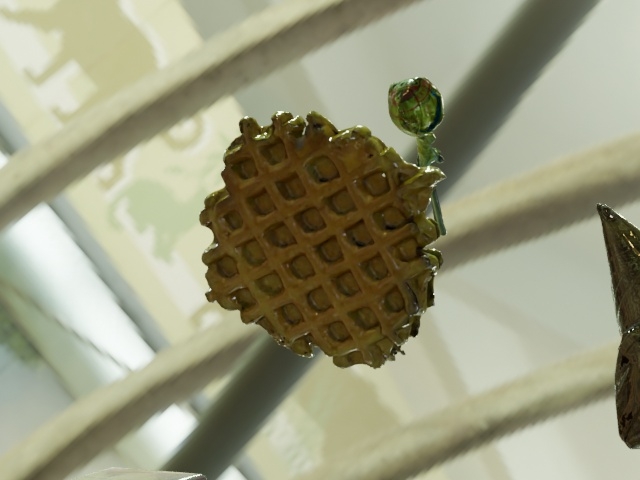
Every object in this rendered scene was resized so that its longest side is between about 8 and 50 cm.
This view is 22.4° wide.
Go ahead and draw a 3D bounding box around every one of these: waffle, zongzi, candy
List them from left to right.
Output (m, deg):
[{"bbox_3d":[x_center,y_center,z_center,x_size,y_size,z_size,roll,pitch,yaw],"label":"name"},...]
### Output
[{"bbox_3d":[-0.001,0.000,1.567,0.254,0.052,0.245,22,-68,17],"label":"waffle"},{"bbox_3d":[0.149,-0.112,2.251,0.073,0.077,0.262,46,-22,50],"label":"candy"},{"bbox_3d":[0.456,0.083,1.844,0.138,0.286,0.300,119,-37,-58],"label":"zongzi"}]

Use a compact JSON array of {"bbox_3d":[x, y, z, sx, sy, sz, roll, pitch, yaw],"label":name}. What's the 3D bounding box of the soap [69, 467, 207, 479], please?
[{"bbox_3d":[-0.245,0.399,2.120,0.199,0.138,0.182,-3,-86,45],"label":"soap"}]
